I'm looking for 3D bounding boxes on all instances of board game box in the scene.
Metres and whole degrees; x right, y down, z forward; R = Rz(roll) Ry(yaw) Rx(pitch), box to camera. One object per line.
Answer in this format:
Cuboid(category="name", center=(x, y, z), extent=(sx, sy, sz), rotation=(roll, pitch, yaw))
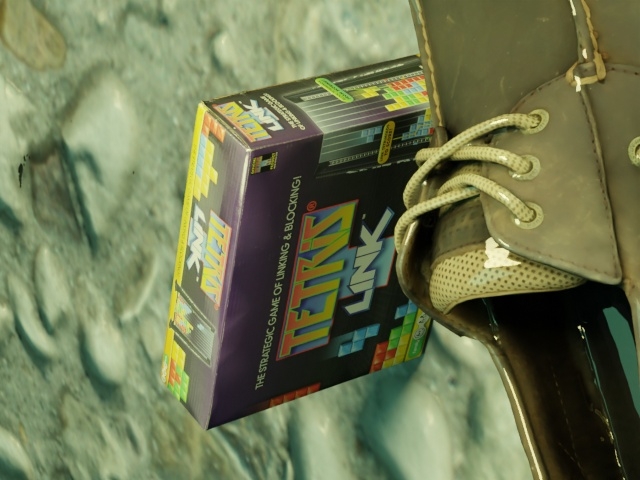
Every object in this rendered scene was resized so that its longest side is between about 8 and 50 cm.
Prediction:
Cuboid(category="board game box", center=(0.000, 0.000, 0.804), extent=(0.048, 0.141, 0.170), rotation=(43, 137, 37))

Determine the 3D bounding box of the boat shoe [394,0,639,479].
Cuboid(category="boat shoe", center=(0.105, -0.010, 0.658), extent=(0.132, 0.130, 0.355), rotation=(-38, 73, 54))
